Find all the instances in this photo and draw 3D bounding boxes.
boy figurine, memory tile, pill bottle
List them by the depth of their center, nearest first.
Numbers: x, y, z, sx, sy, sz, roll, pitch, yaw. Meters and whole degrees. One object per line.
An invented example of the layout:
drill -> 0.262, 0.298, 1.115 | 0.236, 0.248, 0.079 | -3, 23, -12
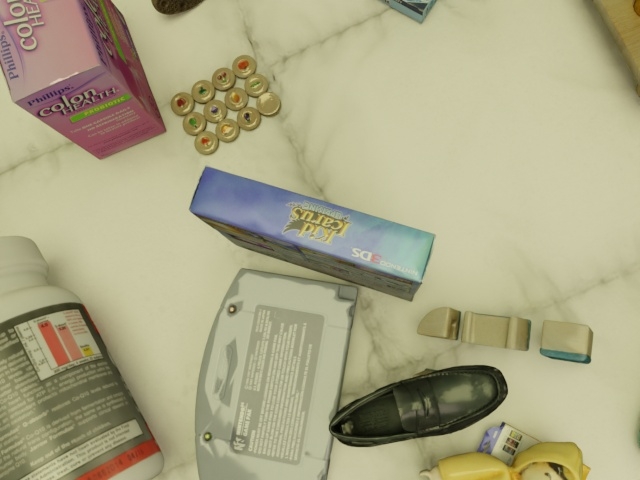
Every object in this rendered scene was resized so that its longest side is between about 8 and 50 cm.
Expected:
boy figurine -> 0.205, 0.346, 0.798 | 0.285, 0.092, 0.177 | -33, 80, 13
pill bottle -> -0.374, 0.189, 0.839 | 0.210, 0.210, 0.363 | -31, 80, 0
memory tile -> -0.143, -0.205, 0.976 | 0.148, 0.012, 0.113 | -31, 80, 0

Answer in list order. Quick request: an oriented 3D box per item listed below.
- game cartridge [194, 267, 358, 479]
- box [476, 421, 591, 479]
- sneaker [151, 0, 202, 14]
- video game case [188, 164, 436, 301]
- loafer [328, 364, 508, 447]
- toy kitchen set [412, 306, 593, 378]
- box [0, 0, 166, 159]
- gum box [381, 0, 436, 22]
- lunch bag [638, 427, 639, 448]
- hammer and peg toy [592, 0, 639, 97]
game cartridge -> -0.067, 0.192, 0.888 | 0.196, 0.060, 0.294 | 10, 82, 4
box -> 0.271, 0.300, 0.850 | 0.136, 0.028, 0.081 | 27, 85, 11
sneaker -> -0.193, -0.425, 0.999 | 0.188, 0.066, 0.071 | -42, 63, -7
video game case -> 0.000, 0.000, 0.812 | 0.270, 0.244, 0.061 | 17, 83, 8
loafer -> 0.115, 0.205, 0.784 | 0.223, 0.078, 0.076 | -22, 71, 20
toy kitchen set -> 0.235, 0.182, 0.845 | 0.207, 0.122, 0.166 | 5, 82, 27
box -> -0.335, -0.258, 0.888 | 0.117, 0.243, 0.213 | -23, 79, 2
gum box -> 0.135, -0.443, 0.971 | 0.157, 0.041, 0.184 | 32, 85, 9
lunch bag -> 0.543, 0.206, 0.796 | 0.224, 0.108, 0.279 | 24, 84, 7
hammer and peg toy -> 0.554, -0.367, 0.875 | 0.361, 0.127, 0.266 | -23, 78, 2
